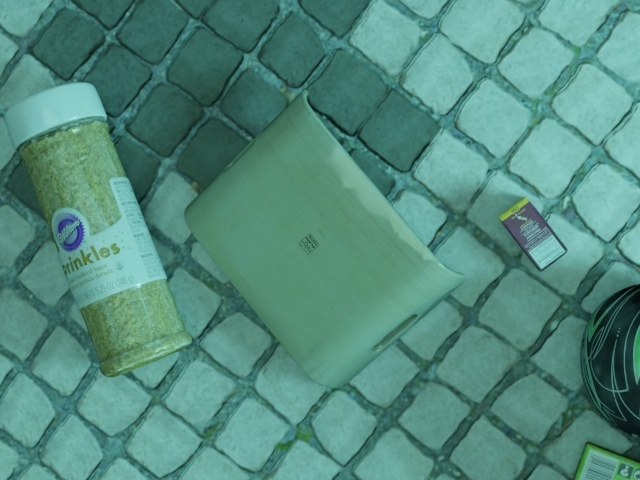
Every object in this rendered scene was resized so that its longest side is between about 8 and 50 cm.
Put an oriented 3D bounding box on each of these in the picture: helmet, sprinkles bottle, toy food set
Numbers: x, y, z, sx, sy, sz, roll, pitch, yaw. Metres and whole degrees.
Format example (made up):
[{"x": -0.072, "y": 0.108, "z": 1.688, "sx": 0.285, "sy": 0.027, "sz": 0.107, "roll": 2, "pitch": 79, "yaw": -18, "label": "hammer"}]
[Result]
[{"x": 0.374, "y": 0.134, "z": 1.435, "sx": 0.162, "sy": 0.169, "sz": 0.169, "roll": -18, "pitch": 86, "yaw": -7, "label": "helmet"}, {"x": -0.275, "y": -0.014, "z": 1.572, "sx": 0.121, "sy": 0.121, "sz": 0.355, "roll": -23, "pitch": 86, "yaw": 9, "label": "sprinkles bottle"}, {"x": 0.000, "y": 0.000, "z": 1.550, "sx": 0.220, "sy": 0.092, "sz": 0.306, "roll": -43, "pitch": 81, "yaw": 19, "label": "toy food set"}]

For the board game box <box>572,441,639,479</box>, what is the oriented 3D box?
[{"x": 0.332, "y": 0.382, "z": 1.504, "sx": 0.124, "sy": 0.039, "sz": 0.259, "roll": 20, "pitch": 91, "yaw": 10, "label": "board game box"}]

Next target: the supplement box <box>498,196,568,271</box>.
[{"x": 0.254, "y": -0.008, "z": 1.510, "sx": 0.043, "sy": 0.055, "sz": 0.083, "roll": -37, "pitch": 84, "yaw": 8, "label": "supplement box"}]
